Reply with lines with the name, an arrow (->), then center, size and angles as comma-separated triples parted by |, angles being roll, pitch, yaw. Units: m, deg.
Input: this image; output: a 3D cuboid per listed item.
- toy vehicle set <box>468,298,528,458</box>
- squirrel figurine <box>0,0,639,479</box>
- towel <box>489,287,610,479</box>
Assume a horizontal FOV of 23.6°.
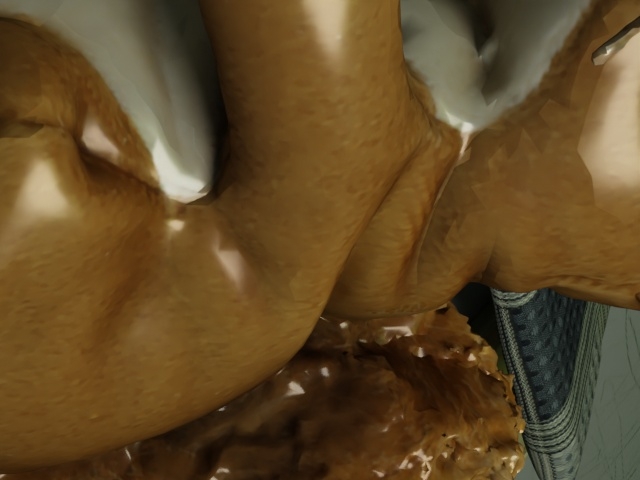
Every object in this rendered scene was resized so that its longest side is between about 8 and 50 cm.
toy vehicle set -> 0.111, 0.168, 1.255 | 0.267, 0.035, 0.166 | -45, 142, -30
squirrel figurine -> 0.000, 0.000, 0.630 | 0.370, 0.281, 0.397 | 0, 122, -10
towel -> 0.174, -0.032, 1.135 | 0.312, 0.056, 0.324 | 69, 32, -45
